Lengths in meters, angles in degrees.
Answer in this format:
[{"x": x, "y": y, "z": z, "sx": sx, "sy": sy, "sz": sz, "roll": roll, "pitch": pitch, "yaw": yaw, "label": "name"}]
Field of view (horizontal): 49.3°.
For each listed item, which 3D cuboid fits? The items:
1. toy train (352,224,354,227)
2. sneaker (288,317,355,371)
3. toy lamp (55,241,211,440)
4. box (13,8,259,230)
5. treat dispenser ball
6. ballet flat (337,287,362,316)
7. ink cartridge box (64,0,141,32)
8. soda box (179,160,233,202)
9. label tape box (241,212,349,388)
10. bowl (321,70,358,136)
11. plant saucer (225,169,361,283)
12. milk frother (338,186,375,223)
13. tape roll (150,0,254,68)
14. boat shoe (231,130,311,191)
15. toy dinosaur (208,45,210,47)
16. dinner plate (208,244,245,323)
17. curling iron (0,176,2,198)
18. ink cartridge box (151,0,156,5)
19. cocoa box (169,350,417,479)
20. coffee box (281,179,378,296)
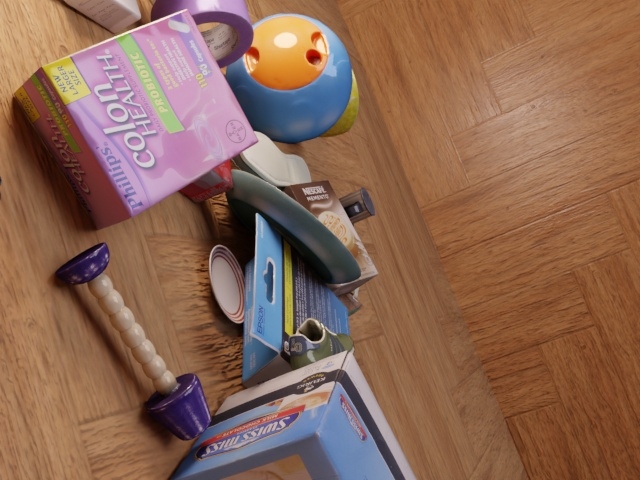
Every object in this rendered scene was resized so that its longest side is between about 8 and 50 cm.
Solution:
[{"x": 0.080, "y": -0.072, "z": 2.035, "sx": 0.027, "sy": 0.036, "sz": 0.158, "roll": 53, "pitch": 23, "yaw": -34, "label": "toy train"}, {"x": 0.002, "y": 0.164, "z": 1.134, "sx": 0.192, "sy": 0.064, "sz": 0.086, "roll": -25, "pitch": 101, "yaw": -66, "label": "sneaker"}, {"x": -0.229, "y": 0.136, "z": 0.886, "sx": 0.274, "sy": 0.080, "sz": 0.080, "roll": 59, "pitch": 20, "yaw": -16, "label": "toy lamp"}, {"x": -0.247, "y": -0.170, "z": 0.969, "sx": 0.243, "sy": 0.117, "sz": 0.213, "roll": -37, "pitch": 106, "yaw": -36, "label": "box"}, {"x": -0.070, "y": -0.365, "z": 1.583, "sx": 0.288, "sy": 0.288, "sz": 0.288, "roll": 53, "pitch": 23, "yaw": -34, "label": "treat dispenser ball"}, {"x": 0.034, "y": 0.041, "z": 1.666, "sx": 0.107, "sy": 0.106, "sz": 0.315, "roll": 33, "pitch": 38, "yaw": -59, "label": "ballet flat"}, {"x": -0.431, "y": -0.523, "z": 1.142, "sx": 0.261, "sy": 0.066, "sz": 0.296, "roll": 14, "pitch": 54, "yaw": -68, "label": "ink cartridge box"}, {"x": -0.255, "y": -0.167, "z": 1.165, "sx": 0.263, "sy": 0.084, "sz": 0.092, "roll": 42, "pitch": 31, "yaw": -52, "label": "soda box"}, {"x": -0.063, "y": 0.155, "z": 1.237, "sx": 0.347, "sy": 0.115, "sz": 0.249, "roll": 48, "pitch": 29, "yaw": -43, "label": "label tape box"}, {"x": -0.051, "y": -0.389, "z": 1.821, "sx": 0.156, "sy": 0.289, "sz": 0.289, "roll": -27, "pitch": 94, "yaw": -29, "label": "bowl"}, {"x": -0.063, "y": -0.012, "z": 1.312, "sx": 0.318, "sy": 0.043, "sz": 0.317, "roll": 35, "pitch": -13, "yaw": 9, "label": "plant saucer"}, {"x": 0.081, "y": -0.044, "z": 1.850, "sx": 0.143, "sy": 0.135, "sz": 0.129, "roll": 58, "pitch": 21, "yaw": -22, "label": "milk frother"}, {"x": -0.231, "y": -0.416, "z": 1.365, "sx": 0.189, "sy": 0.189, "sz": 0.080, "roll": 25, "pitch": 46, "yaw": -63, "label": "tape roll"}, {"x": -0.120, "y": -0.154, "z": 1.508, "sx": 0.305, "sy": 0.091, "sz": 0.109, "roll": 17, "pitch": 60, "yaw": -65, "label": "boat shoe"}, {"x": -0.268, "y": -0.321, "z": 1.297, "sx": 0.268, "sy": 0.064, "sz": 0.118, "roll": 1, "pitch": 105, "yaw": -69, "label": "toy dinosaur"}, {"x": -0.163, "y": 0.077, "z": 1.212, "sx": 0.141, "sy": 0.017, "sz": 0.141, "roll": -17, "pitch": 90, "yaw": -73, "label": "dinner plate"}, {"x": -0.370, "y": 0.018, "z": 0.707, "sx": 0.068, "sy": 0.035, "sz": 0.273, "roll": 41, "pitch": 30, "yaw": -43, "label": "curling iron"}, {"x": -0.330, "y": -0.561, "z": 1.451, "sx": 0.175, "sy": 0.072, "sz": 0.127, "roll": 56, "pitch": 21, "yaw": -27, "label": "ink cartridge box"}, {"x": 0.000, "y": 0.380, "z": 0.970, "sx": 0.347, "sy": 0.232, "sz": 0.228, "roll": 63, "pitch": 19, "yaw": -10, "label": "cocoa box"}, {"x": 0.000, "y": 0.000, "z": 1.526, "sx": 0.141, "sy": 0.098, "sz": 0.246, "roll": -13, "pitch": 71, "yaw": -50, "label": "coffee box"}]
